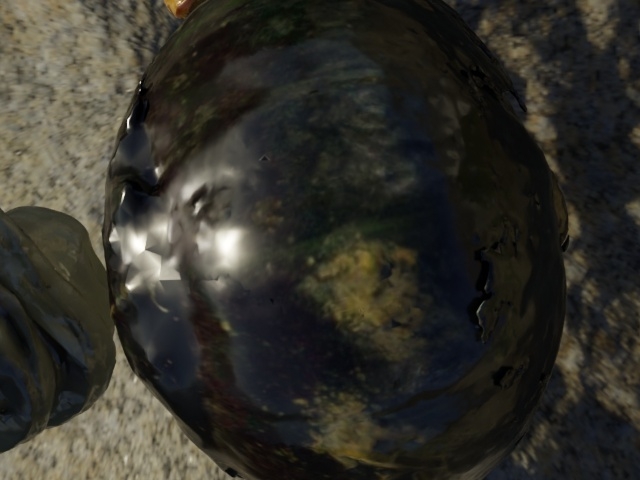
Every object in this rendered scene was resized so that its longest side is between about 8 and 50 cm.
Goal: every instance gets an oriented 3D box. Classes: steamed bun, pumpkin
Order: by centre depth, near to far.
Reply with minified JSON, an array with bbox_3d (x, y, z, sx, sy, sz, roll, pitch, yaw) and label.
[{"bbox_3d":[0.026,0.000,1.001,0.344,0.454,0.454,-9,99,14],"label":"pumpkin"},{"bbox_3d":[-0.405,0.119,1.394,0.352,0.247,0.339,30,107,-29],"label":"steamed bun"}]

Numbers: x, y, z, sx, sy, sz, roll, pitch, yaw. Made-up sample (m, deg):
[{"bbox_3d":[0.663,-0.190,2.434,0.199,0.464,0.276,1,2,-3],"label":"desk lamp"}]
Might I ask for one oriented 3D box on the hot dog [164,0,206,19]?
[{"bbox_3d":[-0.054,-0.305,1.239,0.249,0.100,0.068,-38,60,9],"label":"hot dog"}]
